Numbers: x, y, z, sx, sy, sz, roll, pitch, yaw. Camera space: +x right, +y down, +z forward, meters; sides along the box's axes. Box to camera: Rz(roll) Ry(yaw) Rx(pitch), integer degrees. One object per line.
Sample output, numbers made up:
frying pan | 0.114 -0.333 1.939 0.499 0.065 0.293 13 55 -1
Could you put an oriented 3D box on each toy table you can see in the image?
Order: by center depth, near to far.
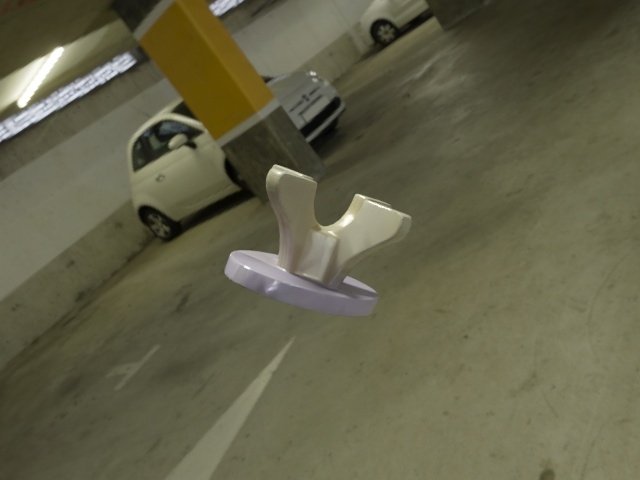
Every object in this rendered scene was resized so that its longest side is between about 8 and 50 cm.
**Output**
toy table | 0.000 0.000 0.865 0.274 0.252 0.161 7 -75 -62
